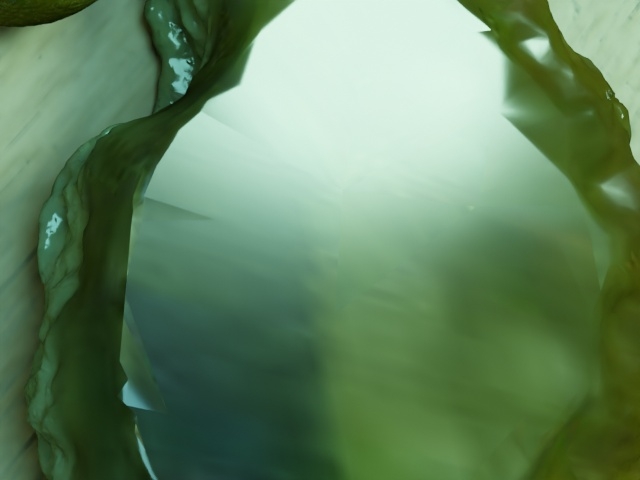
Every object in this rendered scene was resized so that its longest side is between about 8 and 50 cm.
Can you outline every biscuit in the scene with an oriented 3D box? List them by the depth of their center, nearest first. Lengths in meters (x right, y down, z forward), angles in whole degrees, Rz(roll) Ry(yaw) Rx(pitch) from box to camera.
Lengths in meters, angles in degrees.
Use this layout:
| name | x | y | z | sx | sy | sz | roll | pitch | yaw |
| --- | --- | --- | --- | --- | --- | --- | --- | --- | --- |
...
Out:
| name | x | y | z | sx | sy | sz | roll | pitch | yaw |
| --- | --- | --- | --- | --- | --- | --- | --- | --- | --- |
| biscuit | 0.000 | 0.000 | 0.724 | 0.329 | 0.078 | 0.335 | -23 | 93 | -31 |

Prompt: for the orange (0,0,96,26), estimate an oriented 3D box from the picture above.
| name | x | y | z | sx | sy | sz | roll | pitch | yaw |
| --- | --- | --- | --- | --- | --- | --- | --- | --- | --- |
| orange | -0.106 | -0.120 | 0.684 | 0.085 | 0.095 | 0.085 | 3 | 82 | -18 |
